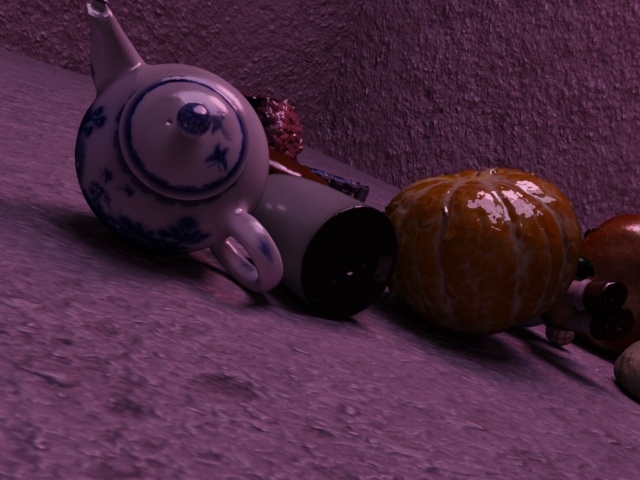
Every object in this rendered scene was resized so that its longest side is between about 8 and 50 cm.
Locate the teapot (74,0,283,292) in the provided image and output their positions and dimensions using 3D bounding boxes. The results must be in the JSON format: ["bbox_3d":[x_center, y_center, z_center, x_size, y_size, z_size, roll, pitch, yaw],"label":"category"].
[{"bbox_3d":[-0.183,-0.112,1.000,0.424,0.252,0.280,56,-23,-1],"label":"teapot"}]

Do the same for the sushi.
[{"bbox_3d":[-0.184,-0.277,2.052,0.270,0.237,0.170,10,-2,26],"label":"sushi"}]

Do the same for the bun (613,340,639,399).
[{"bbox_3d":[0.607,0.231,1.334,0.195,0.118,0.195,20,13,-5],"label":"bun"}]

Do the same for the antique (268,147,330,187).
[{"bbox_3d":[-0.114,-0.128,1.631,0.278,0.129,0.223,30,9,17],"label":"antique"}]

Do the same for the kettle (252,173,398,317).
[{"bbox_3d":[0.000,-0.002,1.146,0.221,0.161,0.236,8,13,-38],"label":"kettle"}]

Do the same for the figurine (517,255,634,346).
[{"bbox_3d":[0.406,0.089,1.422,0.167,0.282,0.370,-27,19,-17],"label":"figurine"}]

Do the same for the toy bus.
[{"bbox_3d":[0.006,-0.133,2.050,0.131,0.106,0.297,26,9,34],"label":"toy bus"}]

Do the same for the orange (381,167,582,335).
[{"bbox_3d":[0.253,0.012,1.258,0.329,0.249,0.329,-2,17,1],"label":"orange"}]

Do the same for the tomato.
[{"bbox_3d":[0.653,0.104,1.612,0.303,0.304,0.239,12,12,-45],"label":"tomato"}]
